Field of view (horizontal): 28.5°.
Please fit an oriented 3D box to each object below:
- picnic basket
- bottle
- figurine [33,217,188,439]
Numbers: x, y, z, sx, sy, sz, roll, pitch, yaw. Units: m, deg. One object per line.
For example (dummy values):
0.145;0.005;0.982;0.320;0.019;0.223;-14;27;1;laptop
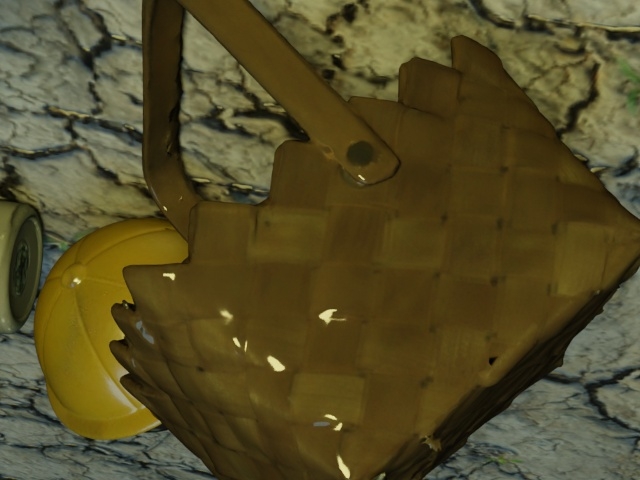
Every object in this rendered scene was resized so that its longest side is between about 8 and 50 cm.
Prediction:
0.000;0.000;0.787;0.321;0.291;0.254;46;156;19;picnic basket
-0.349;0.011;1.011;0.233;0.110;0.110;6;150;2;bottle
-0.102;0.066;1.000;0.256;0.167;0.192;3;-178;-44;figurine
